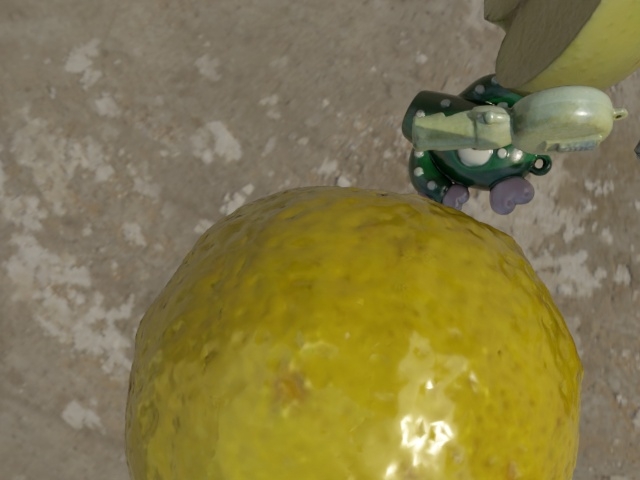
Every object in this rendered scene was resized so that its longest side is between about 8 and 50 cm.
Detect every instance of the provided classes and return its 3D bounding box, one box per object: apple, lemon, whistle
[{"bbox_3d":[0.358,-0.381,1.368,0.320,0.311,0.360,51,131,16],"label":"apple"},{"bbox_3d":[0.019,0.141,0.762,0.349,0.387,0.350,14,152,7],"label":"lemon"},{"bbox_3d":[0.239,-0.136,1.220,0.258,0.126,0.067,-3,74,5],"label":"whistle"}]

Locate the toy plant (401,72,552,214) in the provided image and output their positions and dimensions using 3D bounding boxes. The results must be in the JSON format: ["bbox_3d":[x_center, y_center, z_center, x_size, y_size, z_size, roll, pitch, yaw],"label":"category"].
[{"bbox_3d":[0.245,-0.150,1.574,0.243,0.112,0.233,0,74,18],"label":"toy plant"}]

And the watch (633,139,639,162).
[{"bbox_3d":[0.383,-0.030,0.861,0.274,0.276,0.068,43,106,35],"label":"watch"}]
